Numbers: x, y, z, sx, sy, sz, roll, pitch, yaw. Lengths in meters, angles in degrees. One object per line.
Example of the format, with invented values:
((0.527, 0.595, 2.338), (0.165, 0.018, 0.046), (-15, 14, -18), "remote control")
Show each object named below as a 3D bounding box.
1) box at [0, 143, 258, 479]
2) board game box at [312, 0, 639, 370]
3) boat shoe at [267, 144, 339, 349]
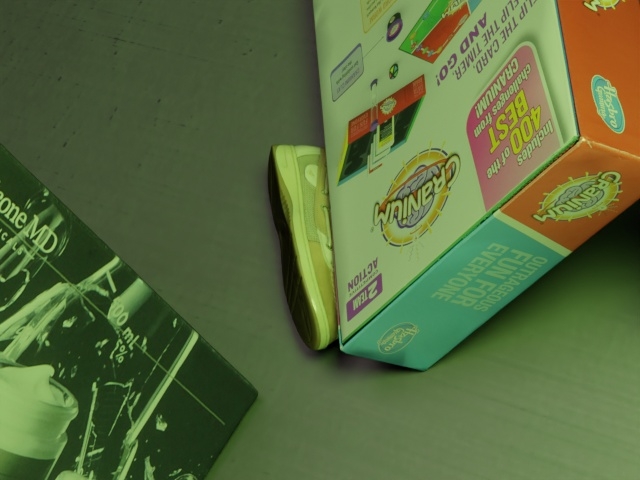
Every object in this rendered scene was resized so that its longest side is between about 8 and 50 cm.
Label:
((-0.250, 0.112, 1.109), (0.179, 0.343, 0.312), (22, 74, 36), "box")
((0.087, -0.116, 1.178), (0.242, 0.064, 0.316), (-43, 41, 45), "board game box")
((0.000, 0.001, 1.240), (0.048, 0.056, 0.153), (-3, 49, -11), "boat shoe")
